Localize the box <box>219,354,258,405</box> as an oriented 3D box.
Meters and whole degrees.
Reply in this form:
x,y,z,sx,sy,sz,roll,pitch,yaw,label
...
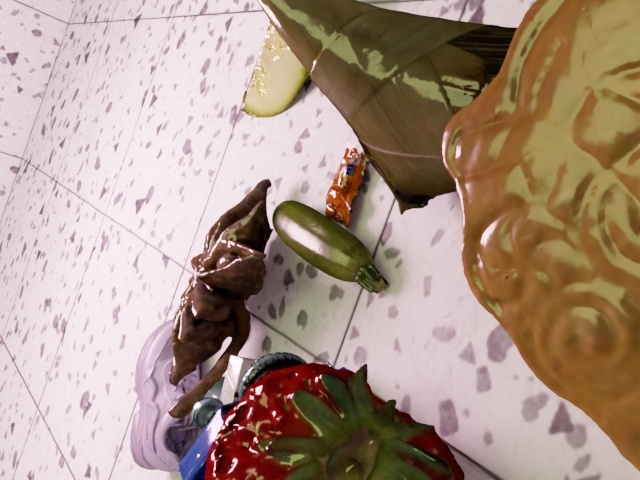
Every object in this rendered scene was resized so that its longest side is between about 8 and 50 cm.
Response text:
x,y,z,sx,sy,sz,roll,pitch,yaw,label
-0.098,0.238,0.970,0.040,0.083,0.155,7,81,55,box

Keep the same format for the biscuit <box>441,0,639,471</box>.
x,y,z,sx,sy,sz,roll,pitch,yaw,label
0.264,-0.036,0.513,0.365,0.062,0.385,-46,64,29,biscuit

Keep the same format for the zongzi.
x,y,z,sx,sy,sz,roll,pitch,yaw,label
0.105,-0.181,0.696,0.289,0.317,0.154,-12,45,50,zongzi

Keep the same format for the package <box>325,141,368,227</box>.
x,y,z,sx,sy,sz,roll,pitch,yaw,label
0.034,-0.075,0.975,0.077,0.033,0.111,29,103,44,package

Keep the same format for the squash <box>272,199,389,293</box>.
x,y,z,sx,sy,sz,roll,pitch,yaw,label
0.000,0.000,0.959,0.252,0.066,0.066,34,102,53,squash

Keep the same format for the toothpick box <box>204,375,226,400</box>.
x,y,z,sx,sy,sz,roll,pitch,yaw,label
-0.135,0.243,1.044,0.052,0.052,0.083,-58,36,18,toothpick box

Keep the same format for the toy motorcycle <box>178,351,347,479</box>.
x,y,z,sx,sy,sz,roll,pitch,yaw,label
-0.082,0.272,0.882,0.315,0.168,0.113,-54,31,8,toy motorcycle

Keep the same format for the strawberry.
x,y,z,sx,sy,sz,roll,pitch,yaw,label
0.005,0.268,0.710,0.277,0.257,0.258,99,163,-53,strawberry

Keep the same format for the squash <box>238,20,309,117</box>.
x,y,z,sx,sy,sz,roll,pitch,yaw,label
-0.063,-0.272,1.127,0.252,0.093,0.169,-53,-5,23,squash

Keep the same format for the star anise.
x,y,z,sx,sy,sz,roll,pitch,yaw,label
-0.144,0.074,1.058,0.350,0.108,0.293,-95,26,-62,star anise

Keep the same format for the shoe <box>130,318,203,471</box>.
x,y,z,sx,sy,sz,roll,pitch,yaw,label
-0.228,0.247,1.139,0.137,0.095,0.245,-2,77,49,shoe
